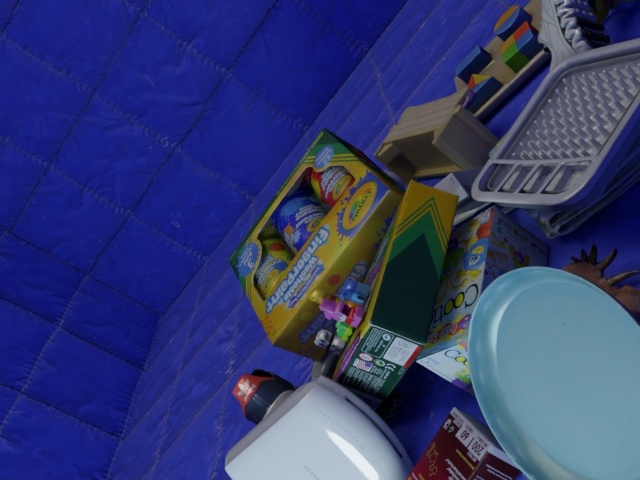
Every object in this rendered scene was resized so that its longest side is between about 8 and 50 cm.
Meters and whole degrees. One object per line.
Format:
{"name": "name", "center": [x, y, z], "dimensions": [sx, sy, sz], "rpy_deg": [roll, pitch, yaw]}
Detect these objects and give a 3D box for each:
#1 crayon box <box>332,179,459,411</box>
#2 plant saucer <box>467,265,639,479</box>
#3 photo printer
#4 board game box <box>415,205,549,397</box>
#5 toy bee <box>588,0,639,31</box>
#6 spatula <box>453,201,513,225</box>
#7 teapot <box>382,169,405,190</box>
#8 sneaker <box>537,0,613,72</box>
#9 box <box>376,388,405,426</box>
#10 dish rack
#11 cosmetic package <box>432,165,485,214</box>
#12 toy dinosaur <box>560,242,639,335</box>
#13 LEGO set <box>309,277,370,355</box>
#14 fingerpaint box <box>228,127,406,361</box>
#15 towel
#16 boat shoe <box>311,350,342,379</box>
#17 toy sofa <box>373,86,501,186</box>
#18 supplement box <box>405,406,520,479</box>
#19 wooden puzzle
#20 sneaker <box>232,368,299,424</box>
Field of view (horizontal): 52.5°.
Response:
{"name": "crayon box", "center": [0.132, 0.120, 1.220], "dimensions": [0.362, 0.106, 0.313], "rpy_deg": [108, -177, -56]}
{"name": "plant saucer", "center": [0.313, 0.183, 0.825], "dimensions": [0.318, 0.044, 0.317], "rpy_deg": [29, 125, 52]}
{"name": "photo printer", "center": [0.000, 0.406, 1.196], "dimensions": [0.307, 0.256, 0.107], "rpy_deg": [-46, -2, 29]}
{"name": "board game box", "center": [0.285, 0.105, 1.126], "dimensions": [0.142, 0.144, 0.275], "rpy_deg": [-37, 26, 48]}
{"name": "toy bee", "center": [0.587, -0.543, 1.360], "dimensions": [0.298, 0.162, 0.195], "rpy_deg": [-60, -32, -61]}
{"name": "spatula", "center": [0.372, -0.082, 1.428], "dimensions": [0.242, 0.019, 0.168], "rpy_deg": [-33, 29, 44]}
{"name": "teapot", "center": [0.111, -0.060, 1.780], "dimensions": [0.256, 0.187, 0.252], "rpy_deg": [-57, 19, -7]}
{"name": "sneaker", "center": [0.473, -0.446, 1.285], "dimensions": [0.118, 0.110, 0.291], "rpy_deg": [130, 144, -54]}
{"name": "box", "center": [0.081, 0.355, 1.395], "dimensions": [0.159, 0.044, 0.233], "rpy_deg": [-57, 18, 0]}
{"name": "dish rack", "center": [0.423, -0.178, 1.077], "dimensions": [0.332, 0.072, 0.285], "rpy_deg": [-56, 19, -7]}
{"name": "cosmetic package", "center": [0.293, -0.099, 1.325], "dimensions": [0.099, 0.060, 0.239], "rpy_deg": [-42, -15, 32]}
{"name": "toy dinosaur", "center": [0.404, 0.099, 0.898], "dimensions": [0.201, 0.127, 0.296], "rpy_deg": [-24, 26, -24]}
{"name": "LEGO set", "center": [0.021, 0.122, 1.158], "dimensions": [0.227, 0.093, 0.087], "rpy_deg": [108, -177, -63]}
{"name": "fingerpaint box", "center": [0.000, 0.000, 1.587], "dimensions": [0.444, 0.163, 0.371], "rpy_deg": [-53, 38, 13]}
{"name": "towel", "center": [0.484, -0.194, 1.204], "dimensions": [0.320, 0.090, 0.374], "rpy_deg": [-45, 21, 20]}
{"name": "boat shoe", "center": [0.071, 0.238, 1.563], "dimensions": [0.254, 0.079, 0.095], "rpy_deg": [-63, 21, -9]}
{"name": "toy sofa", "center": [0.303, -0.256, 1.678], "dimensions": [0.177, 0.150, 0.363], "rpy_deg": [-55, 17, -11]}
{"name": "supplement box", "center": [0.192, 0.395, 0.998], "dimensions": [0.239, 0.073, 0.130], "rpy_deg": [-58, 18, 1]}
{"name": "wooden puzzle", "center": [0.474, -0.486, 1.734], "dimensions": [0.322, 0.081, 0.347], "rpy_deg": [-45, 22, 34]}
{"name": "sneaker", "center": [-0.099, 0.360, 1.458], "dimensions": [0.131, 0.148, 0.350], "rpy_deg": [-54, -19, -13]}
